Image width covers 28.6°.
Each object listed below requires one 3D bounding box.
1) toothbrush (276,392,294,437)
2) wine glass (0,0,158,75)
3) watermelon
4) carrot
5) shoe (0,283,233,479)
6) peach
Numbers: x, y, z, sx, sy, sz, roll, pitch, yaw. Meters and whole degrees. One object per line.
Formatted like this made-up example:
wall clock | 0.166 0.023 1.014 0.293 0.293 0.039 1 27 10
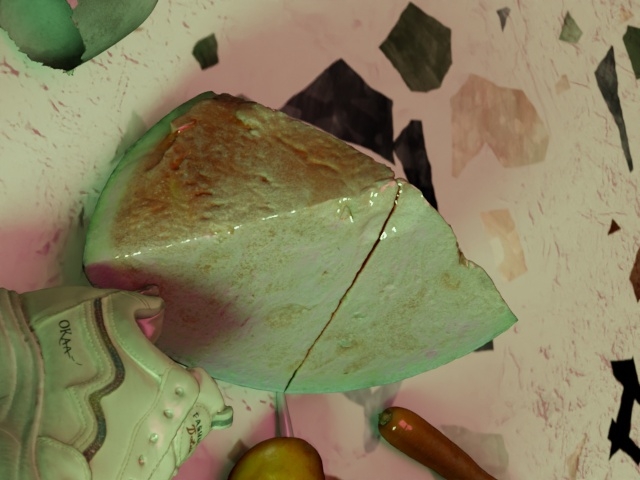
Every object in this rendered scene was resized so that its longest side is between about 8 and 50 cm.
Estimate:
toothbrush | -0.030 0.220 1.236 0.020 0.025 0.286 0 84 -45
wine glass | -0.180 -0.258 1.120 0.126 0.126 0.241 52 53 -22
watermelon | -0.023 -0.013 1.178 0.292 0.319 0.222 59 13 -48
carrot | 0.148 0.247 1.373 0.248 0.043 0.043 39 61 -32
shoe | -0.161 0.157 0.943 0.210 0.132 0.342 -9 49 -19
peach | -0.038 0.235 1.177 0.100 0.100 0.101 7 79 -39
